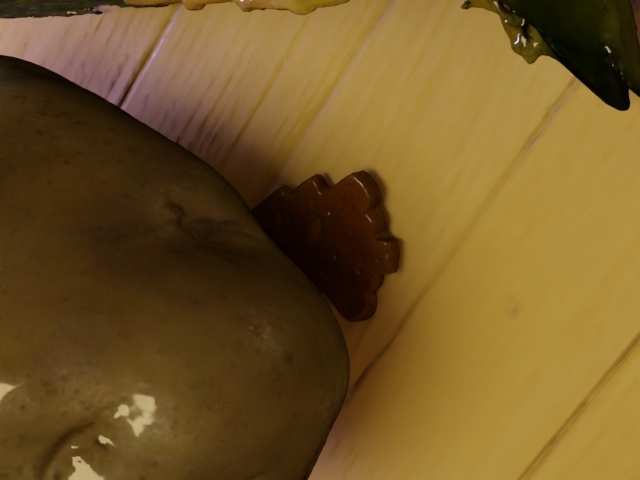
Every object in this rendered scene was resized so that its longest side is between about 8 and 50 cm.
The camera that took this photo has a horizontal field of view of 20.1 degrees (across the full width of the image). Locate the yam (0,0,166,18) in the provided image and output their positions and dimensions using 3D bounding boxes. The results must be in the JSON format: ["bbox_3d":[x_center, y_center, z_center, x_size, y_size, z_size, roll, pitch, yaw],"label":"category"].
[{"bbox_3d":[-0.165,-0.251,0.887,0.168,0.168,0.304,3,107,33],"label":"yam"}]

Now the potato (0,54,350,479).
[{"bbox_3d":[-0.145,0.041,0.900,0.326,0.243,0.221,33,133,21],"label":"potato"}]

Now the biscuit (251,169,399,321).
[{"bbox_3d":[0.000,0.000,0.935,0.092,0.016,0.082,11,114,32],"label":"biscuit"}]

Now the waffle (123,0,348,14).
[{"bbox_3d":[-0.033,-0.175,0.765,0.211,0.055,0.160,16,118,54],"label":"waffle"}]

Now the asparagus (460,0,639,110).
[{"bbox_3d":[0.052,-0.232,0.776,0.108,0.128,0.382,-163,59,-72],"label":"asparagus"}]
